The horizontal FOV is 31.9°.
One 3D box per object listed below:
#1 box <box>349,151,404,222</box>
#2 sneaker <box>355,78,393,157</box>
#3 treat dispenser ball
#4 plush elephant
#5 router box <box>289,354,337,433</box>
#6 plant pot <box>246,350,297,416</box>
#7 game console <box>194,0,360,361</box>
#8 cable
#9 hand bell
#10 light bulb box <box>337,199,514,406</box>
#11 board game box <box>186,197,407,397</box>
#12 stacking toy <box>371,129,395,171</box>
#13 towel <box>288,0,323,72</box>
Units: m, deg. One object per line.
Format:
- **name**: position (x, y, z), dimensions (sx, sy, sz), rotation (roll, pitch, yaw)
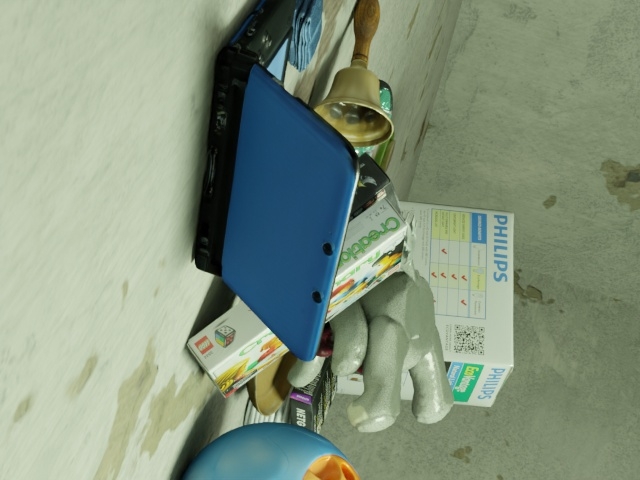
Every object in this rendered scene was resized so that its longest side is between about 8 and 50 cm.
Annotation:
- **box**: position (0.000, 0.000, 1.495), dimensions (0.231, 0.056, 0.183), rotation (-38, 162, -3)
- **sneaker**: position (0.060, -0.185, 1.981), dimensions (0.098, 0.083, 0.224), rotation (-120, -132, -68)
- **treat dispenser ball**: position (-0.072, 0.406, 1.611), dimensions (0.288, 0.288, 0.288), rotation (19, 90, -83)
- **plush elephant**: position (0.030, 0.128, 1.695), dimensions (0.272, 0.255, 0.330), rotation (-6, 92, -61)
- **router box**: position (-0.011, 0.270, 1.982), dimensions (0.179, 0.046, 0.133), rotation (90, 21, -54)
- **plant pot**: position (-0.074, 0.175, 1.866), dimensions (0.236, 0.032, 0.236), rotation (12, 90, -74)
- **game console**: position (-0.026, -0.072, 1.150), dimensions (0.250, 0.173, 0.293), rotation (-63, 170, -46)
- **cable**: position (-0.060, 0.254, 2.096), dimensions (0.257, 0.089, 0.257), rotation (95, 16, -58)
- **hand bell**: position (0.061, -0.273, 1.654), dimensions (0.126, 0.126, 0.242), rotation (93, 6, -66)
- **light bulb box**: position (0.196, 0.124, 2.278), dimensions (0.225, 0.361, 0.358), rotation (97, -1, -61)
- **board game box**: position (-0.025, 0.079, 1.445), dimensions (0.305, 0.053, 0.193), rotation (-36, 165, -9)
- **stacking toy**: position (0.152, -0.113, 2.552), dimensions (0.309, 0.130, 0.280), rotation (-26, 135, -80)
- **towel**: position (-0.015, -0.255, 1.314), dimensions (0.119, 0.029, 0.067), rotation (92, 18, -66)
